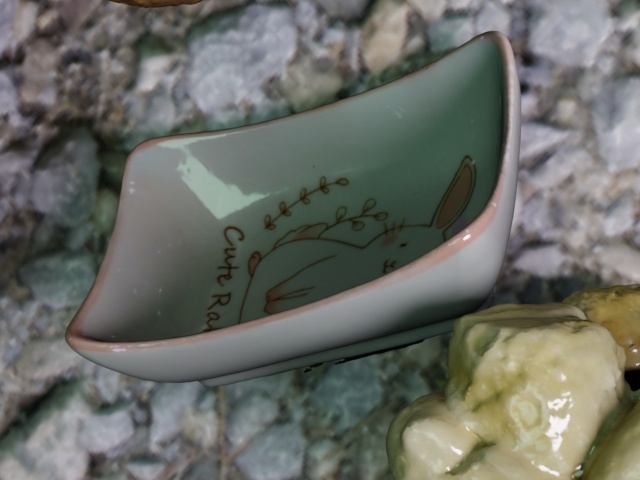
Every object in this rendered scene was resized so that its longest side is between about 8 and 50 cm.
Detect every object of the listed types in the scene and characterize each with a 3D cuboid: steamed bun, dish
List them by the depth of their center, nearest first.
[{"bbox_3d":[0.132,0.095,0.742,0.192,0.177,0.106,49,115,17],"label":"steamed bun"},{"bbox_3d":[0.000,0.000,0.836,0.212,0.151,0.077,-16,127,24],"label":"dish"}]

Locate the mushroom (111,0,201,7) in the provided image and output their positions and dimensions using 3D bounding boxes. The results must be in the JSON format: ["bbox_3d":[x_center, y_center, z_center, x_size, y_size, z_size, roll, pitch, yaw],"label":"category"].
[{"bbox_3d":[-0.083,-0.233,0.841,0.253,0.153,0.253,5,99,31],"label":"mushroom"}]
